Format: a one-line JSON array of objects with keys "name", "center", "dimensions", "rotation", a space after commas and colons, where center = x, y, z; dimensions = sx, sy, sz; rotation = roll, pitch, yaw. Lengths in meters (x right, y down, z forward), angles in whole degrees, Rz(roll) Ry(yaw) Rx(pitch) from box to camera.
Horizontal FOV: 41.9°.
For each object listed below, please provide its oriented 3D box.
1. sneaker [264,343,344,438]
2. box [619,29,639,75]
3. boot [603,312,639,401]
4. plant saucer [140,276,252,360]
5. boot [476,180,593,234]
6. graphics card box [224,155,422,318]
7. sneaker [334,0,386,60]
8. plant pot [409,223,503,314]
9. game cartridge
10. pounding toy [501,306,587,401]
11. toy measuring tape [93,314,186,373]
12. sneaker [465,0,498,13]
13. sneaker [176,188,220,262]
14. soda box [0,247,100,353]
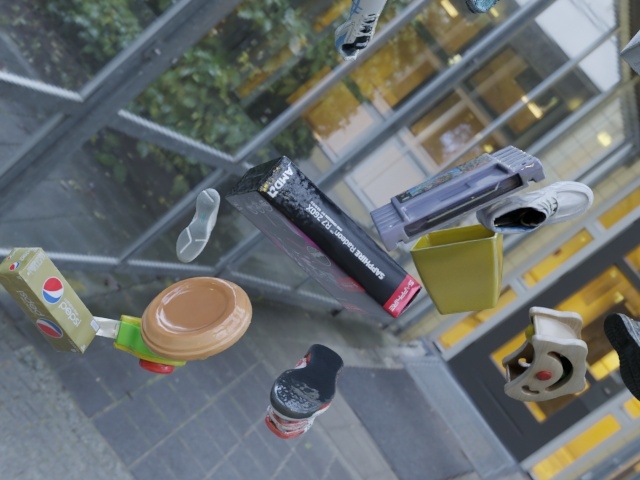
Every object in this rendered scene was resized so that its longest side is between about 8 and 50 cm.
[{"name": "sneaker", "center": [-0.041, 0.273, 1.358], "dimensions": [0.090, 0.145, 0.270], "rotation": [31, 15, 6]}, {"name": "box", "center": [0.550, -0.304, 1.157], "dimensions": [0.119, 0.181, 0.182], "rotation": [44, -14, -5]}, {"name": "boot", "center": [0.683, 0.242, 1.728], "dimensions": [0.137, 0.077, 0.197], "rotation": [10, 53, -28]}, {"name": "plant saucer", "center": [-0.221, 0.128, 1.472], "dimensions": [0.200, 0.200, 0.037], "rotation": [-116, -167, -52]}, {"name": "boot", "center": [0.471, -0.059, 1.783], "dimensions": [0.123, 0.259, 0.095], "rotation": [-104, -179, -74]}, {"name": "graphics card box", "center": [0.000, 0.000, 1.626], "dimensions": [0.371, 0.094, 0.233], "rotation": [44, -15, -15]}, {"name": "sneaker", "center": [0.097, -0.489, 1.886], "dimensions": [0.237, 0.085, 0.086], "rotation": [132, -58, -64]}, {"name": "plant pot", "center": [0.364, 0.075, 2.129], "dimensions": [0.212, 0.212, 0.187], "rotation": [-37, 117, -69]}, {"name": "game cartridge", "center": [0.280, -0.099, 1.788], "dimensions": [0.230, 0.355, 0.068], "rotation": [-105, 169, -72]}, {"name": "pounding toy", "center": [0.433, 0.213, 1.641], "dimensions": [0.269, 0.154, 0.154], "rotation": [74, 16, -46]}, {"name": "toy measuring tape", "center": [-0.353, 0.179, 1.552], "dimensions": [0.330, 0.121, 0.121], "rotation": [15, 27, -24]}, {"name": "sneaker", "center": [0.436, -0.629, 1.915], "dimensions": [0.104, 0.262, 0.125], "rotation": [35, 9, -30]}, {"name": "sneaker", "center": [-0.227, -0.021, 1.600], "dimensions": [0.054, 0.152, 0.061], "rotation": [19, -21, 10]}, {"name": "soda box", "center": [-0.417, 0.093, 1.283], "dimensions": [0.058, 0.061, 0.181], "rotation": [-63, 141, -40]}]
